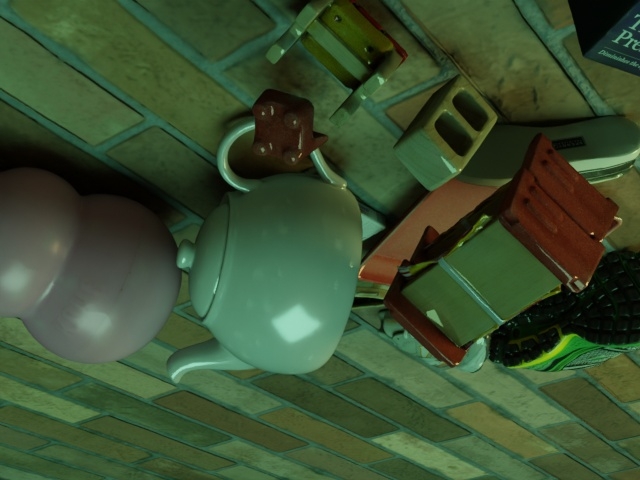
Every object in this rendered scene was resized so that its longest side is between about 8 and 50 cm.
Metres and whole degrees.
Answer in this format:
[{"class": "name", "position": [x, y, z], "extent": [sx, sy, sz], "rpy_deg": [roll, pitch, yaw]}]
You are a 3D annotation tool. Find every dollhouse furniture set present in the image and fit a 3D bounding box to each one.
[{"class": "dollhouse furniture set", "position": [0.095, -0.072, 0.904], "extent": [0.374, 0.152, 0.201], "rpy_deg": [44, 133, -6]}]

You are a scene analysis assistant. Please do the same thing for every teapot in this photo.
[{"class": "teapot", "position": [-0.071, 0.025, 1.026], "extent": [0.187, 0.256, 0.252], "rpy_deg": [13, 154, -15]}]

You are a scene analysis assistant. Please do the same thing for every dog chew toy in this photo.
[{"class": "dog chew toy", "position": [-0.330, 0.010, 1.030], "extent": [0.332, 0.207, 0.206], "rpy_deg": [29, 137, -28]}]

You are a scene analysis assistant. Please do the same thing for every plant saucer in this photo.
[{"class": "plant saucer", "position": [0.208, -0.005, 1.160], "extent": [0.258, 0.048, 0.259], "rpy_deg": [12, 146, -21]}]

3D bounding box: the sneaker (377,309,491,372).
[{"class": "sneaker", "position": [0.157, 0.131, 1.280], "extent": [0.121, 0.099, 0.262], "rpy_deg": [16, 165, -12]}]

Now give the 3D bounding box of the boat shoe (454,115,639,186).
[{"class": "boat shoe", "position": [0.251, -0.086, 1.005], "extent": [0.219, 0.078, 0.070], "rpy_deg": [-5, 147, 2]}]

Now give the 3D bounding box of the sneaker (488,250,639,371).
[{"class": "sneaker", "position": [0.415, 0.111, 1.304], "extent": [0.146, 0.134, 0.343], "rpy_deg": [17, 153, -39]}]

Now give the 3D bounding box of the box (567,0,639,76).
[{"class": "box", "position": [0.382, -0.217, 0.782], "extent": [0.261, 0.103, 0.184], "rpy_deg": [12, 143, -21]}]

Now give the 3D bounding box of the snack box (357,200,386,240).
[{"class": "snack box", "position": [0.000, 0.000, 1.181], "extent": [0.178, 0.022, 0.064], "rpy_deg": [-29, 140, 36]}]

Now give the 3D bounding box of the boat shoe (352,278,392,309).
[{"class": "boat shoe", "position": [0.015, 0.084, 1.268], "extent": [0.190, 0.072, 0.068], "rpy_deg": [-16, 145, 22]}]
